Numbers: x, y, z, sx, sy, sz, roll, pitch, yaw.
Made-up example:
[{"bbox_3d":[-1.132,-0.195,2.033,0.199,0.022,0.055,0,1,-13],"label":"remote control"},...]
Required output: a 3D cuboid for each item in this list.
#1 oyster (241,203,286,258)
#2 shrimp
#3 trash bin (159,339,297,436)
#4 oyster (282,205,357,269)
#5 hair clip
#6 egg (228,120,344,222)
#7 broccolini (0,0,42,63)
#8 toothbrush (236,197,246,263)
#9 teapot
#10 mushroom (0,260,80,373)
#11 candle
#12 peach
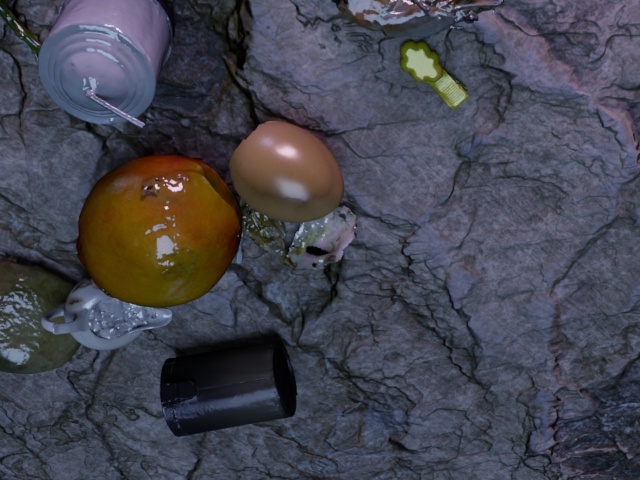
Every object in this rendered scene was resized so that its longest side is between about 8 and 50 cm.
[{"bbox_3d":[-0.140,-0.028,1.849,0.122,0.045,0.146,1,122,-2],"label":"oyster"},{"bbox_3d":[0.181,-0.503,1.517,0.361,0.085,0.246,12,117,-2],"label":"shrimp"},{"bbox_3d":[-0.230,0.374,2.026,0.302,0.202,0.252,-11,162,8],"label":"trash bin"},{"bbox_3d":[0.009,0.001,1.856,0.133,0.072,0.209,34,107,14],"label":"oyster"},{"bbox_3d":[0.228,-0.339,1.635,0.072,0.046,0.173,-41,112,20],"label":"hair clip"},{"bbox_3d":[-0.064,-0.136,1.677,0.245,0.201,0.201,29,125,18],"label":"egg"},{"bbox_3d":[-0.590,-0.398,1.632,0.067,0.058,0.216,-47,107,-11],"label":"broccolini"},{"bbox_3d":[-0.181,-0.057,1.846,0.022,0.026,0.262,3,124,-7],"label":"toothbrush"},{"bbox_3d":[-0.515,0.173,1.911,0.298,0.139,0.204,-9,117,-27],"label":"teapot"},{"bbox_3d":[-0.720,0.185,1.932,0.292,0.212,0.217,27,127,-7],"label":"mushroom"},{"bbox_3d":[-0.396,-0.349,1.480,0.222,0.342,0.221,0,129,0],"label":"candle"},{"bbox_3d":[-0.347,-0.010,1.721,0.373,0.289,0.372,-20,153,-10],"label":"peach"}]
